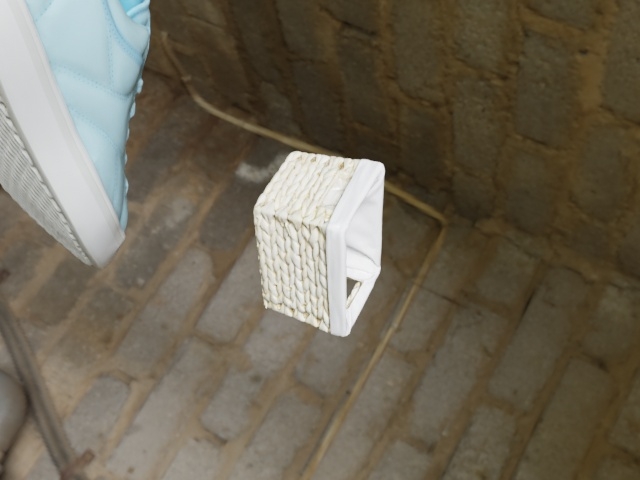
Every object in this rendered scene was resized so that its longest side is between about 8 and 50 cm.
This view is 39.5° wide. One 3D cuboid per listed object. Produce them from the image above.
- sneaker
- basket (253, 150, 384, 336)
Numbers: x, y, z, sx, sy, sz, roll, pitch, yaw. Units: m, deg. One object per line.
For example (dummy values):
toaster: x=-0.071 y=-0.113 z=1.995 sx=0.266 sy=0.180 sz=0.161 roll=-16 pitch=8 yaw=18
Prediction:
sneaker: x=-0.171 y=-0.109 z=0.647 sx=0.150 sy=0.135 sz=0.366 roll=-42 pitch=161 yaw=-22
basket: x=0.000 y=0.000 z=0.935 sx=0.167 sy=0.103 sz=0.113 roll=89 pitch=24 yaw=-45
